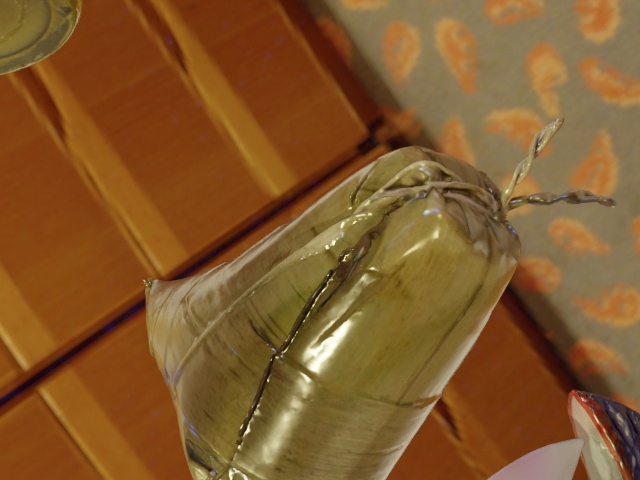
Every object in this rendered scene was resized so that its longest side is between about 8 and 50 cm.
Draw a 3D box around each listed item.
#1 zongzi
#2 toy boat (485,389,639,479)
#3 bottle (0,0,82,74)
[{"bbox_3d":[-0.018,-0.004,1.483,0.500,0.218,0.467,-59,42,22],"label":"zongzi"},{"bbox_3d":[0.184,0.232,1.262,0.072,0.318,0.219,7,89,65],"label":"toy boat"},{"bbox_3d":[-0.317,-0.331,1.326,0.171,0.171,0.351,-46,49,45],"label":"bottle"}]
